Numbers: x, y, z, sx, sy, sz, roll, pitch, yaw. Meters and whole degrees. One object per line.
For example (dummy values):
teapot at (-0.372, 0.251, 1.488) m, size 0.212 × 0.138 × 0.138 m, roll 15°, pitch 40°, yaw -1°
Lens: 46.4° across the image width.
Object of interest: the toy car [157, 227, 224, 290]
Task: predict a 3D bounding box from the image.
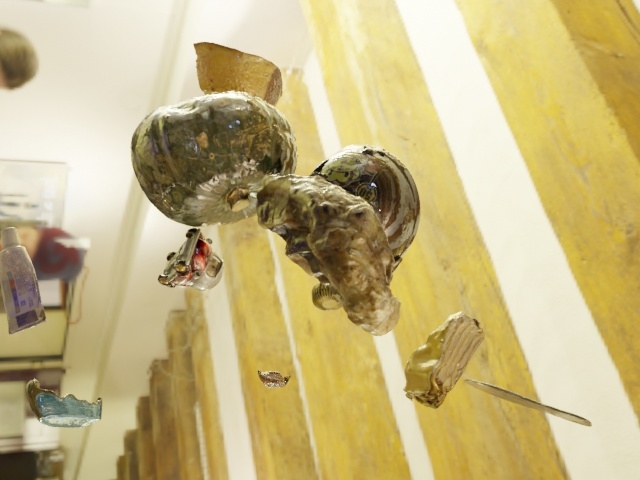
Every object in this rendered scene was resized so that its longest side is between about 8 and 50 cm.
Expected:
toy car at (-0.257, 0.057, 1.542) m, size 0.139 × 0.112 × 0.112 m, roll -39°, pitch -152°, yaw 40°

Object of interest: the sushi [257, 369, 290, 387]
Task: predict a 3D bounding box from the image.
sushi at (-0.143, 0.414, 2.243) m, size 0.050 × 0.099 × 0.047 m, roll 116°, pitch -15°, yaw -48°

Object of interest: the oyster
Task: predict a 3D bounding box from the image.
oyster at (-0.004, 0.006, 1.063) m, size 0.294 × 0.094 × 0.166 m, roll 31°, pitch -57°, yaw 30°

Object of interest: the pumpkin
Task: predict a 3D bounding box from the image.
pumpkin at (-0.209, -0.168, 1.517) m, size 0.291 × 0.327 × 0.258 m, roll 59°, pitch 7°, yaw -64°

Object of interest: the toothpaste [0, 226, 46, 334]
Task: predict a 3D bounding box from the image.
toothpaste at (-0.797, 0.099, 1.975) m, size 0.099 × 0.068 × 0.283 m, roll -30°, pitch -109°, yaw 37°

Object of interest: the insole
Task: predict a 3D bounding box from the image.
insole at (0.311, 0.243, 1.127) m, size 0.006 × 0.193 × 0.065 m, roll -68°, pitch 157°, yaw -16°

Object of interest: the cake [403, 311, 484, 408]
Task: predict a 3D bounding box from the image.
cake at (0.214, 0.204, 1.288) m, size 0.080 × 0.185 × 0.116 m, roll 54°, pitch -2°, yaw -11°

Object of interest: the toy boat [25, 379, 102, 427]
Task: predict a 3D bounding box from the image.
toy boat at (-0.523, 0.329, 1.514) m, size 0.075 × 0.185 × 0.077 m, roll -26°, pitch -116°, yaw 18°

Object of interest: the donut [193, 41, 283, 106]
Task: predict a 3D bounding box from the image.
donut at (-0.165, -0.349, 1.749) m, size 0.151 × 0.295 × 0.112 m, roll 5°, pitch -103°, yaw 29°

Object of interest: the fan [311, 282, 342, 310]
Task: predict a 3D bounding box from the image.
fan at (0.056, 0.123, 1.711) m, size 0.082 × 0.155 × 0.039 m, roll 69°, pitch 14°, yaw -50°

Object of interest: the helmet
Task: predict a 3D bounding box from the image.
helmet at (0.051, -0.037, 1.387) m, size 0.230 × 0.160 × 0.279 m, roll 21°, pitch -70°, yaw 23°
